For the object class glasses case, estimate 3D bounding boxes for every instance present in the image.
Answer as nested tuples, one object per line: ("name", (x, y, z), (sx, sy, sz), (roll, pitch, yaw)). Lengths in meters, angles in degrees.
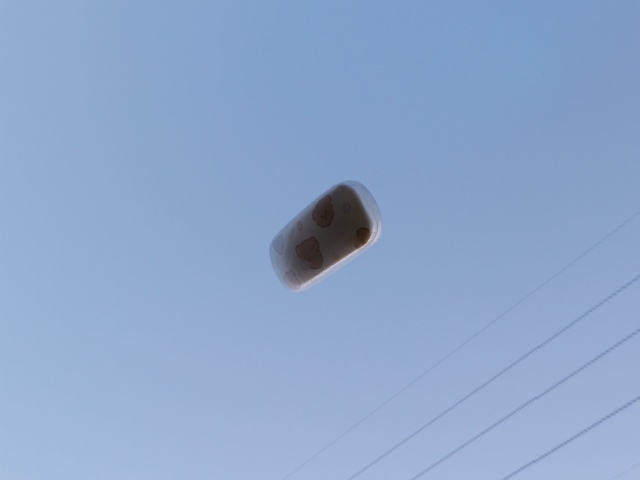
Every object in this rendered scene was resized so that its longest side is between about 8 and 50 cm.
("glasses case", (0.000, 0.000, 0.568), (0.164, 0.041, 0.063), (-37, -103, 51))
